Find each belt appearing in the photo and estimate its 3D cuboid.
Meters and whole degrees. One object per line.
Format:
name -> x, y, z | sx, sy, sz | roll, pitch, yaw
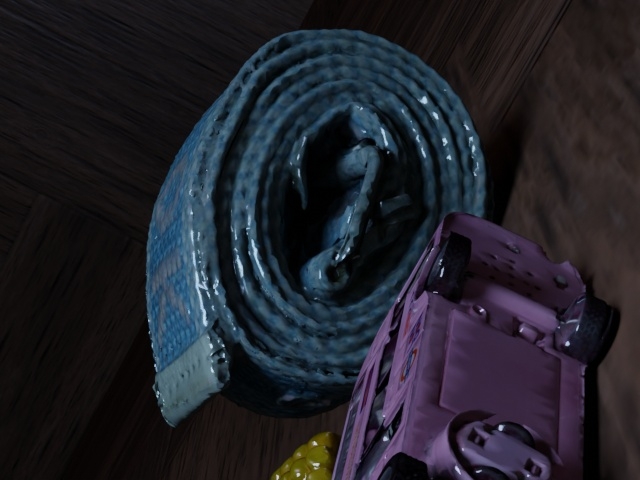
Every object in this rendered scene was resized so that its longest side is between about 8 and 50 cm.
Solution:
belt -> 0.002, -0.008, 0.693 | 0.082, 0.148, 0.163 | 136, 131, -61

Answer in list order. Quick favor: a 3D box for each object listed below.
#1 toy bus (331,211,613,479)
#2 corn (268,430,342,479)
toy bus -> 0.039, 0.071, 0.470 | 0.203, 0.063, 0.090 | -72, 9, -60
corn -> -0.025, 0.155, 0.584 | 0.207, 0.068, 0.068 | -60, 8, 19
